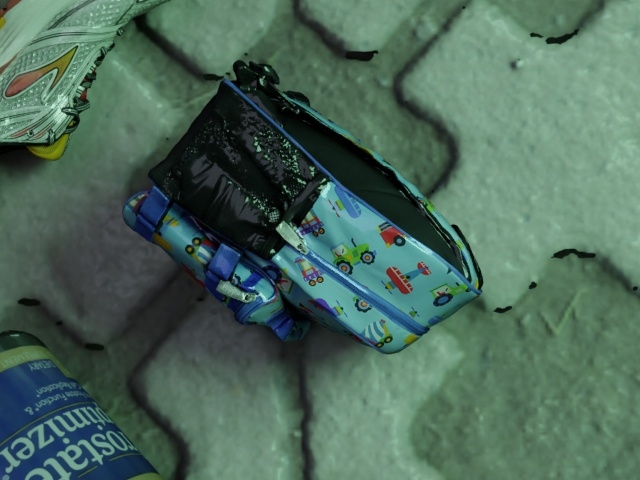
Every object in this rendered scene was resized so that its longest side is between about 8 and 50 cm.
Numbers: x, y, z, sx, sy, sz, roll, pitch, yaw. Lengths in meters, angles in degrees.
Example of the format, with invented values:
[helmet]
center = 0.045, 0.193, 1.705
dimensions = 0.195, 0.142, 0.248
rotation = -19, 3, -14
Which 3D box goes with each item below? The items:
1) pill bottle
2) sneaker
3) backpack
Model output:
[pill bottle]
center = -0.136, 0.163, 0.769
dimensions = 0.123, 0.123, 0.219
rotation = -45, 72, -3
[sneaker]
center = -0.169, -0.101, 0.880
dimensions = 0.225, 0.088, 0.092
rotation = -36, 92, 0
[backpack]
center = 0.000, 0.000, 0.778
dimensions = 0.173, 0.158, 0.117
rotation = 39, 93, 6
